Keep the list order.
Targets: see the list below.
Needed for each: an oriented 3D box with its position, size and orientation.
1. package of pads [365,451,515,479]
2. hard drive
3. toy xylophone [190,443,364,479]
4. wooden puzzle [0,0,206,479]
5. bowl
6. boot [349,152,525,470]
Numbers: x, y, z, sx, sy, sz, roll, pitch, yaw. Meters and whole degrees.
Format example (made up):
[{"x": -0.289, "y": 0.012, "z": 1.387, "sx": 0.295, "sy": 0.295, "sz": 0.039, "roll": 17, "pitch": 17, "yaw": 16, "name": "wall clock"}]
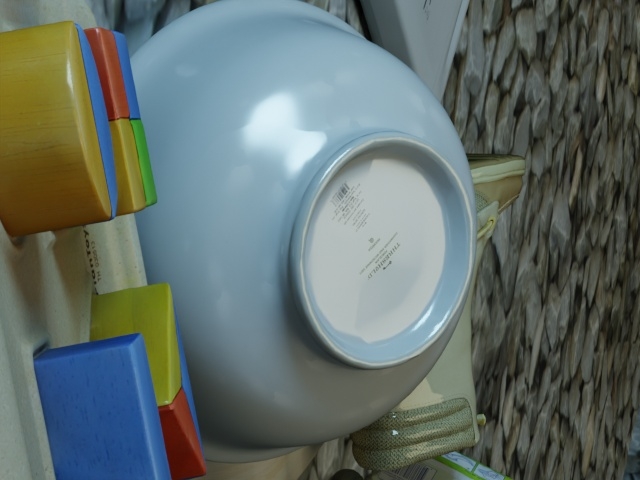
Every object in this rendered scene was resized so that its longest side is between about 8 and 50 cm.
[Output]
[{"x": 0.106, "y": 0.320, "z": 1.544, "sx": 0.101, "sy": 0.229, "sz": 0.296, "roll": -49, "pitch": 162, "yaw": -59, "name": "package of pads"}, {"x": 0.075, "y": -0.299, "z": 1.693, "sx": 0.353, "sy": 0.047, "sz": 0.233, "roll": 70, "pitch": 32, "yaw": -54, "name": "hard drive"}, {"x": -0.033, "y": 0.116, "z": 1.433, "sx": 0.322, "sy": 0.081, "sz": 0.236, "roll": -30, "pitch": 123, "yaw": -68, "name": "toy xylophone"}, {"x": -0.117, "y": 0.021, "z": 0.951, "sx": 0.348, "sy": 0.080, "sz": 0.322, "roll": -39, "pitch": 119, "yaw": -82, "name": "wooden puzzle"}, {"x": 0.000, "y": 0.000, "z": 1.211, "sx": 0.298, "sy": 0.134, "sz": 0.298, "roll": -6, "pitch": 100, "yaw": -40, "name": "bowl"}, {"x": 0.086, "y": 0.045, "z": 1.462, "sx": 0.262, "sy": 0.095, "sz": 0.203, "roll": -28, "pitch": 112, "yaw": -60, "name": "boot"}]
